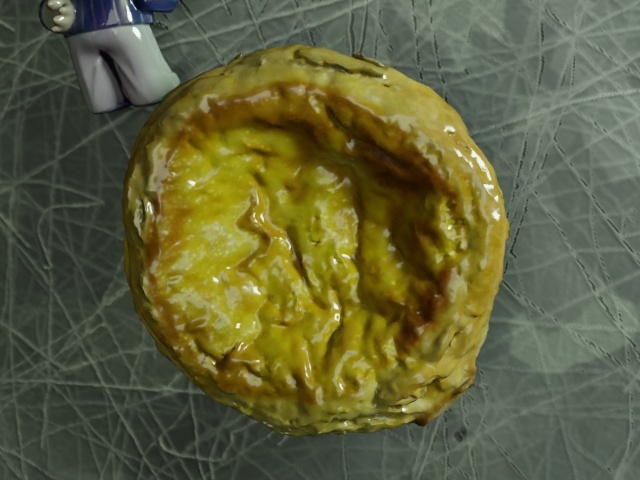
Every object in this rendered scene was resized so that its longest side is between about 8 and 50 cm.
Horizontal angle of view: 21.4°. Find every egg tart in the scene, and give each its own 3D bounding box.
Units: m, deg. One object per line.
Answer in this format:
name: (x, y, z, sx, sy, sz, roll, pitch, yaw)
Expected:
egg tart: (-0.004, -0.001, 1.391, 0.341, 0.129, 0.341, 2, 100, 13)

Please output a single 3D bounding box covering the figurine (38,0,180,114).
figurine: (-0.201, -0.240, 1.411, 0.194, 0.133, 0.274, 17, 116, 23)
